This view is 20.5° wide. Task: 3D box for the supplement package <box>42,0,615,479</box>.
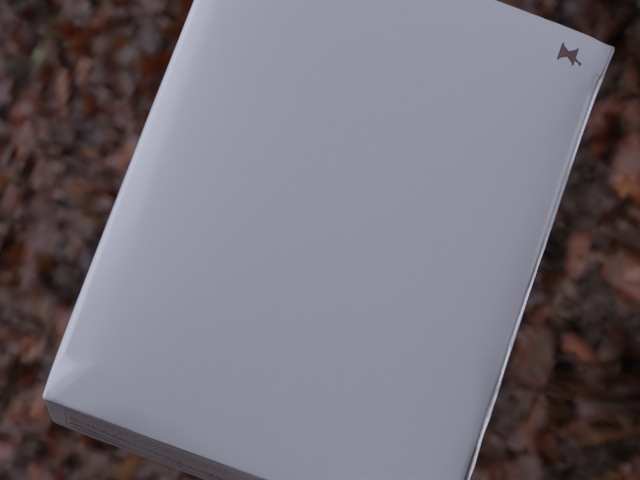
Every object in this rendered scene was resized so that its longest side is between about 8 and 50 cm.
[{"bbox_3d":[0.000,0.000,0.901,0.145,0.204,0.262,126,164,-78],"label":"supplement package"}]
